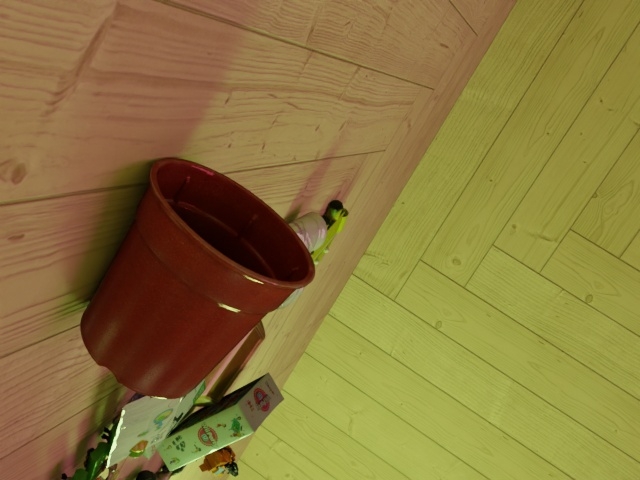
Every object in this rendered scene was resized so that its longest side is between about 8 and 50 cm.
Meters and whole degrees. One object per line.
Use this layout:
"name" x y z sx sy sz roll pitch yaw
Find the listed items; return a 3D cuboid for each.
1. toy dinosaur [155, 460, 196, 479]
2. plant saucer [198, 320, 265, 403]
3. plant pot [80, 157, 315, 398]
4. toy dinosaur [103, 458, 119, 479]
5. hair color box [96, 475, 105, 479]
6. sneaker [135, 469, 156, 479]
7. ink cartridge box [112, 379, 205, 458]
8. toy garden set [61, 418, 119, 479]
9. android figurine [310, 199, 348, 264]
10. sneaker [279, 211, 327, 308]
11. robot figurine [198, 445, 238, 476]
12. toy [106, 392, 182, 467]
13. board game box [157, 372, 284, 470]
"toy dinosaur" -0.453 0.703 2.281 0.118 0.064 0.268 -43 179 42
"plant saucer" -0.255 0.314 1.978 0.333 0.081 0.333 -54 169 -13
"plant pot" -0.193 0.069 1.064 0.265 0.272 0.272 -52 172 18
"toy dinosaur" -0.450 0.523 1.535 0.092 0.053 0.183 -56 176 -44
"hair color box" -0.484 0.594 1.590 0.053 0.093 0.167 -47 -172 12
"sneaker" -0.501 0.681 1.927 0.267 0.106 0.101 -99 -146 -75
"ink cartridge box" -0.355 0.368 1.644 0.208 0.087 0.153 -51 168 -26
"toy garden set" -0.491 0.483 1.477 0.244 0.049 0.204 -54 175 -45
"android figurine" 0.000 0.000 2.289 0.248 0.056 0.273 -48 165 -40
"sneaker" -0.097 0.059 1.934 0.152 0.114 0.305 -20 140 -51
"robot figurine" -0.348 0.671 2.362 0.085 0.211 0.291 -32 162 -7
"toy" -0.350 0.343 1.434 0.137 0.056 0.237 -19 145 -39
"board game box" -0.278 0.507 2.059 0.303 0.097 0.224 -29 -179 22
